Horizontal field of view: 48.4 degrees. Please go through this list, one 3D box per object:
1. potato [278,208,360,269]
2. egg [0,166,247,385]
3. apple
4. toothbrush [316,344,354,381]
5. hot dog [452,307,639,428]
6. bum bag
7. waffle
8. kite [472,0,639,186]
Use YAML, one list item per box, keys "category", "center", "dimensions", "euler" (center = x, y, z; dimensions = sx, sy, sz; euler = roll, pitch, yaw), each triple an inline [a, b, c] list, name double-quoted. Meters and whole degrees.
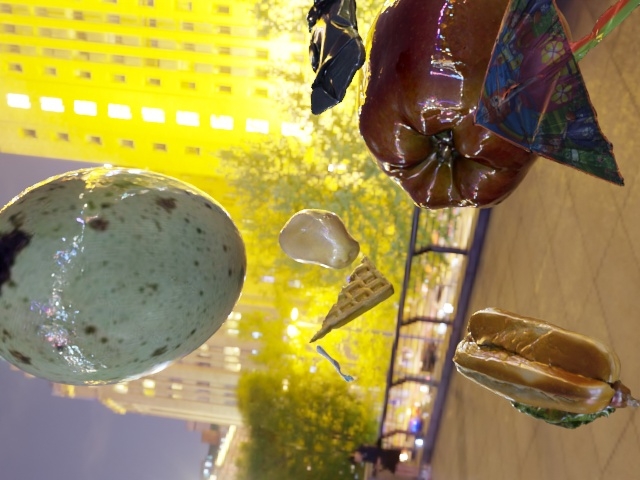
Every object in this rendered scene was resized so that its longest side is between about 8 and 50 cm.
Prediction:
- category: "potato"
  center: [0.000, 0.000, 0.699]
  dimensions: [0.068, 0.083, 0.062]
  euler: [-27, -38, -34]
- category: "egg"
  center: [-0.270, 0.041, 0.958]
  dimensions: [0.379, 0.287, 0.288]
  euler: [-23, -53, -44]
- category: "apple"
  center: [0.190, -0.205, 0.945]
  dimensions: [0.288, 0.288, 0.317]
  euler: [91, -163, -57]
- category: "toothbrush"
  center: [0.020, 0.177, 1.018]
  dimensions: [0.131, 0.013, 0.011]
  euler: [52, -148, -51]
- category: "hot dog"
  center: [0.131, 0.077, 0.428]
  dimensions: [0.056, 0.041, 0.133]
  euler: [-60, 28, -9]
- category: "bum bag"
  center: [0.011, -0.225, 0.804]
  dimensions: [0.087, 0.049, 0.198]
  euler: [-40, 38, 35]
- category: "waffle"
  center: [0.035, 0.111, 1.354]
  dimensions: [0.125, 0.190, 0.032]
  euler: [50, 166, 47]
- category: "kite"
  center: [0.157, -0.117, 0.481]
  dimensions: [0.159, 0.010, 0.190]
  euler: [-33, 67, 56]
